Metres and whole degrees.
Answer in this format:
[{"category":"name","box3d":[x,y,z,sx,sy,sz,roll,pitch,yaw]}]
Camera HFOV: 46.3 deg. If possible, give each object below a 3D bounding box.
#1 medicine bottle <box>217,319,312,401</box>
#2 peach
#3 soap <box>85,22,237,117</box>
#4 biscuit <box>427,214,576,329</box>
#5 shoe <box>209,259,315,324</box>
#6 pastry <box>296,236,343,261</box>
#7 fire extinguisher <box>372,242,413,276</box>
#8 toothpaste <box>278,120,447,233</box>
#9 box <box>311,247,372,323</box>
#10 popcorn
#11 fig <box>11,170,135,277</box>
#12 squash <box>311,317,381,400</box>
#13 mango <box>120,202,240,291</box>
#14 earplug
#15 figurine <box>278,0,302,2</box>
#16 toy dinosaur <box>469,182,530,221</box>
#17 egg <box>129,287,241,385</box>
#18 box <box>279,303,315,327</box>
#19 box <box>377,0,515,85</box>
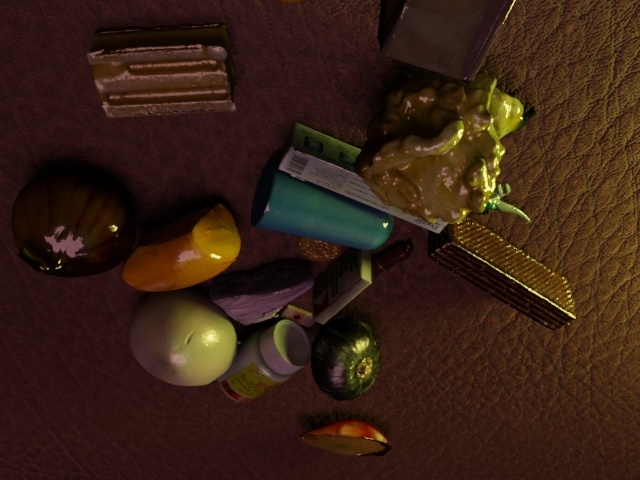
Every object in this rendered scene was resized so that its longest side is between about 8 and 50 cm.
[{"category":"medicine bottle","box3d":[-0.138,0.290,1.801,0.139,0.139,0.225,33,130,-28]},{"category":"peach","box3d":[0.063,0.555,2.123,0.279,0.068,0.189,15,143,-14]},{"category":"soap","box3d":[-0.261,-0.283,1.259,0.233,0.076,0.135,-2,136,4]},{"category":"biscuit","box3d":[0.376,0.060,1.554,0.388,0.107,0.073,30,133,-25]},{"category":"shoe","box3d":[-0.115,0.126,1.671,0.245,0.095,0.137,-13,138,21]},{"category":"pastry","box3d":[0.000,0.000,1.552,0.097,0.057,0.109,6,135,0]},{"category":"fire extinguisher","box3d":[0.150,0.039,1.597,0.132,0.039,0.056,-31,159,30]},{"category":"toothpaste","box3d":[0.090,-0.114,1.396,0.337,0.081,0.067,21,134,-13]},{"category":"box","box3d":[0.045,0.087,1.598,0.036,0.115,0.177,26,131,-24]},{"category":"popcorn","box3d":[0.194,-0.160,1.240,0.237,0.293,0.293,34,131,-5]},{"category":"fig","box3d":[-0.485,-0.020,1.466,0.235,0.214,0.235,-17,150,-10]},{"category":"squash","box3d":[0.057,0.276,1.750,0.156,0.193,0.193,28,141,22]},{"category":"mango","box3d":[-0.293,0.034,1.528,0.257,0.187,0.138,-25,93,36]},{"category":"earplug","box3d":[0.014,-0.055,1.450,0.273,0.132,0.132,15,135,-17]},{"category":"figurine","box3d":[-0.039,-0.446,1.001,0.215,0.215,0.228,26,145,-22]},{"category":"toy dinosaur","box3d":[0.322,-0.075,1.469,0.106,0.044,0.187,-20,140,32]},{"category":"egg","box3d":[-0.333,0.229,1.696,0.271,0.162,0.206,13,125,11]},{"category":"box","box3d":[-0.051,0.179,1.773,0.083,0.012,0.046,23,134,-19]},{"category":"box","box3d":[0.190,-0.386,1.045,0.153,0.188,0.252,14,137,-11]}]
